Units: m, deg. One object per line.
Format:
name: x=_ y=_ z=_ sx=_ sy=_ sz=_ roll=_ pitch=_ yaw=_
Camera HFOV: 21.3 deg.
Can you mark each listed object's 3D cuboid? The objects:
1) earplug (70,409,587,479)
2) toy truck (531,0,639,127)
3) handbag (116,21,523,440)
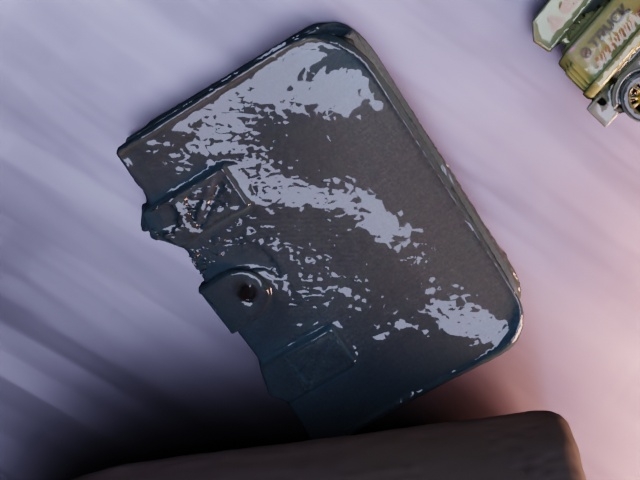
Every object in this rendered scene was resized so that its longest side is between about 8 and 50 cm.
earplug: x=-0.032 y=0.273 z=0.968 sx=0.394 sy=0.312 sz=0.312 roll=-7 pitch=106 yaw=2
toy truck: x=0.198 y=-0.148 z=0.971 sx=0.100 sy=0.077 sz=0.169 roll=41 pitch=106 yaw=3
handbag: x=0.000 y=0.000 z=1.018 sx=0.179 sy=0.062 sz=0.229 roll=-30 pitch=104 yaw=9
